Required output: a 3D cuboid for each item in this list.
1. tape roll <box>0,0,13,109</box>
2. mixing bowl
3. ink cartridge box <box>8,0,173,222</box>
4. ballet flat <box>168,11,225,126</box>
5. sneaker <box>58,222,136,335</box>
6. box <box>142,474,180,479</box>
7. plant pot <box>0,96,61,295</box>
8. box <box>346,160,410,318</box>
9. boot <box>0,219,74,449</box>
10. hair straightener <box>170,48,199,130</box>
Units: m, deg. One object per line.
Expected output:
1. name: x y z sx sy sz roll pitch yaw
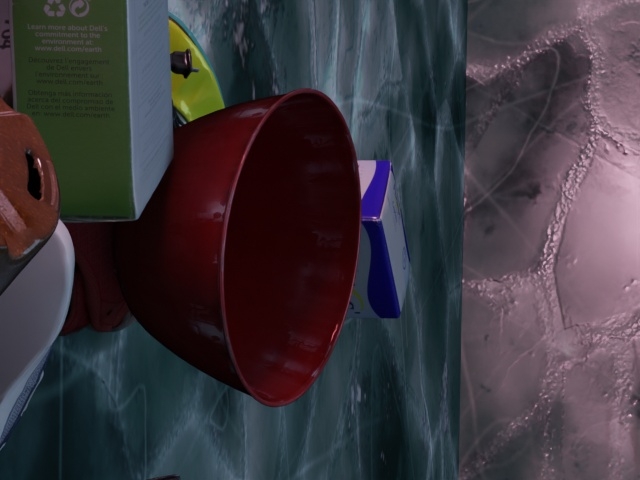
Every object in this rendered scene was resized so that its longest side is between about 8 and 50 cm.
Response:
1. tape roll: -0.206 -0.168 0.917 0.321 0.077 0.321 0 90 -77
2. mixing bowl: -0.056 -0.001 1.108 0.181 0.098 0.181 8 90 -65
3. ink cartridge box: -0.115 -0.124 0.968 0.109 0.062 0.209 -73 164 -70
4. ballet flat: -0.104 -0.058 1.377 0.077 0.077 0.231 -60 153 -35
5. sneaker: -0.140 0.009 1.186 0.314 0.116 0.136 56 45 -56
6. box: -0.090 0.293 1.078 0.216 0.060 0.270 112 -35 -61
7. plant pot: -0.186 0.006 0.645 0.167 0.165 0.167 39 23 -20
8. box: 0.000 0.000 1.667 0.126 0.137 0.072 76 19 -44
9. boot: -0.171 0.050 0.986 0.190 0.069 0.086 -62 -174 25
10. hair straightener: -0.118 -0.089 1.261 0.047 0.089 0.230 -111 -175 -47
